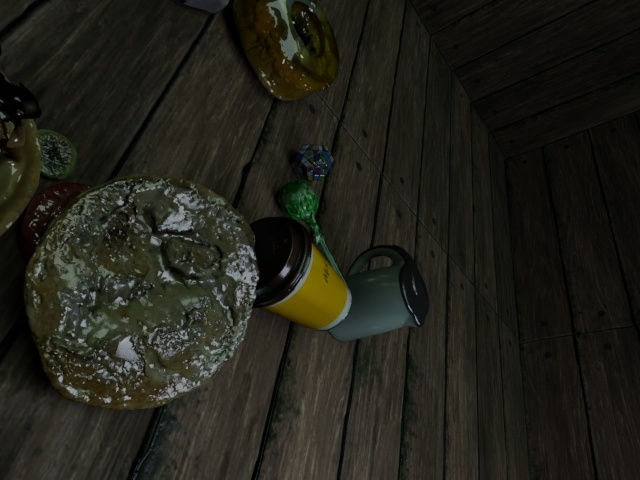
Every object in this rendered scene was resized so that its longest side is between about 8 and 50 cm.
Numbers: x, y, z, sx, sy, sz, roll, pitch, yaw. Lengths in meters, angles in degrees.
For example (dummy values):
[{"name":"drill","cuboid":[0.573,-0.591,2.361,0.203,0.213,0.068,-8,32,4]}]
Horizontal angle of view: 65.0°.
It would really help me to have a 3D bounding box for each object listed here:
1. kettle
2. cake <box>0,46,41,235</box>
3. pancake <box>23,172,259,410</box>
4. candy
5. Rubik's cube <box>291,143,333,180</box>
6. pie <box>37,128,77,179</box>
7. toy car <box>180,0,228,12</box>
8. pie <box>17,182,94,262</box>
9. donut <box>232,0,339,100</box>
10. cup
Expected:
[{"name":"kettle","cuboid":[0.137,0.123,1.242,0.161,0.237,0.221,21,57,-48]},{"name":"cake","cuboid":[-0.431,-0.128,0.498,0.332,0.321,0.331,30,50,-42]},{"name":"pancake","cuboid":[-0.256,0.078,0.783,0.387,0.082,0.386,0,90,-48]},{"name":"candy","cuboid":[0.000,-0.001,1.200,0.097,0.097,0.323,-16,76,-56]},{"name":"Rubik's cube","cuboid":[-0.021,-0.204,1.312,0.093,0.111,0.111,-32,102,-30]},{"name":"pie","cuboid":[-0.419,-0.134,0.782,0.084,0.021,0.083,30,50,-44]},{"name":"toy car","cuboid":[-0.297,-0.585,1.121,0.210,0.090,0.108,-20,96,-59]},{"name":"pie","cuboid":[-0.363,-0.004,0.772,0.182,0.050,0.182,29,51,-43]},{"name":"donut","cuboid":[-0.077,-0.529,1.314,0.330,0.160,0.329,5,84,-47]},{"name":"cup","cuboid":[-0.055,0.083,1.052,0.280,0.197,0.196,43,42,-45]}]
